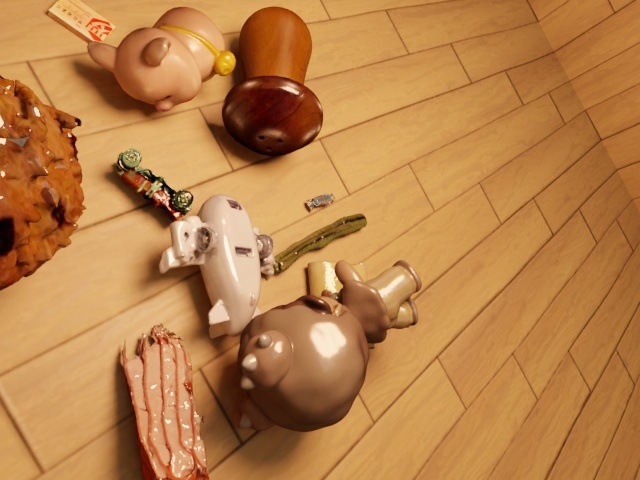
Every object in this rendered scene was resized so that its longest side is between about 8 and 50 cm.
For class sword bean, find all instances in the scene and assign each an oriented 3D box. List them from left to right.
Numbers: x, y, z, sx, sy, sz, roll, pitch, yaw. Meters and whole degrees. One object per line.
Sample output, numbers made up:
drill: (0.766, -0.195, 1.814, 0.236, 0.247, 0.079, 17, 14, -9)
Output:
sword bean: (-0.001, 0.000, 1.015, 0.269, 0.038, 0.043, -29, 66, -40)

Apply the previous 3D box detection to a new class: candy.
candy: (0.002, -0.083, 1.057, 0.083, 0.020, 0.030, -17, 84, -42)

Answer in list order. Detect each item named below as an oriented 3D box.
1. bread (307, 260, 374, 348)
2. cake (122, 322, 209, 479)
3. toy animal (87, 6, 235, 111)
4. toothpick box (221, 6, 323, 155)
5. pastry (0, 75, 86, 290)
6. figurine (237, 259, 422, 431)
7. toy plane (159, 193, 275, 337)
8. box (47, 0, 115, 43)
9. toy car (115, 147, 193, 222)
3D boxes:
bread: (0.042, 0.131, 0.979, 0.139, 0.060, 0.178, 6, 69, -35)
cake: (-0.219, 0.255, 0.712, 0.098, 0.135, 0.287, -10, 70, -24)
toy animal: (-0.256, -0.327, 0.873, 0.248, 0.165, 0.149, -58, 135, -51)
toothpick box: (-0.093, -0.310, 0.974, 0.192, 0.192, 0.294, 16, 58, -31)
pastry: (-0.449, -0.065, 0.526, 0.337, 0.292, 0.405, 8, 55, -6)
figurine: (0.023, 0.168, 0.817, 0.380, 0.248, 0.203, -29, 62, -33)
toy plane: (-0.162, 0.040, 0.832, 0.244, 0.117, 0.245, 32, 47, -42)
box: (-0.418, -0.386, 0.863, 0.093, 0.015, 0.058, 32, 58, -23)
toy car: (-0.279, -0.090, 0.819, 0.143, 0.073, 0.054, 40, 71, -19)
